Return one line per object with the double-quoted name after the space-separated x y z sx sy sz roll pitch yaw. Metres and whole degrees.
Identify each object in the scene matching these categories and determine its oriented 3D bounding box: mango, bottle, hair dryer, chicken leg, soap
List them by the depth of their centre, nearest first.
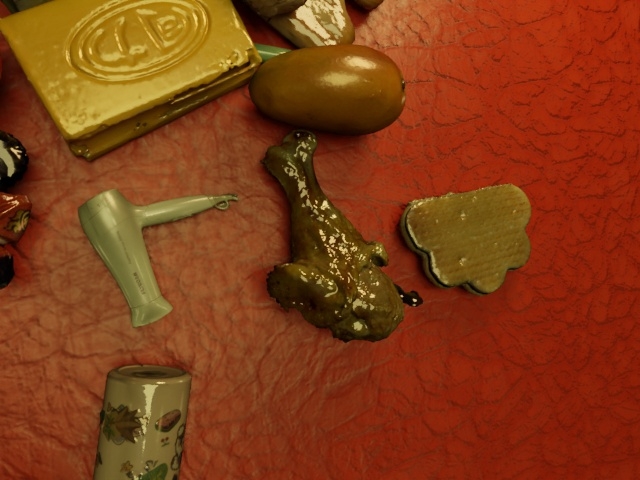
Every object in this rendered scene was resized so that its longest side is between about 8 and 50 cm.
-0.256 0.312 0.701 0.121 0.120 0.252 6 86 -18 "bottle"
-0.269 -0.282 0.746 0.325 0.096 0.204 -31 96 -17 "soap"
-0.223 -0.006 0.772 0.237 0.075 0.206 -28 102 -26 "hair dryer"
0.021 -0.240 0.791 0.255 0.176 0.139 -5 87 -25 "mango"
-0.008 0.014 0.799 0.212 0.140 0.361 -34 87 -38 "chicken leg"
-0.082 -0.316 0.844 0.084 0.030 0.030 2 86 -19 "bottle"

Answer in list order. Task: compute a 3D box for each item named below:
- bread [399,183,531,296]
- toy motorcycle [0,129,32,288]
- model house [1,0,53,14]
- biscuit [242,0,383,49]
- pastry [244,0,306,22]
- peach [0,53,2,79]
0.283 0.003 0.928 0.287 0.056 0.207 -8 86 -18 "bread"
-0.544 0.019 0.620 0.401 0.134 0.207 -30 90 -19 "toy motorcycle"
-0.390 -0.446 0.666 0.211 0.194 0.170 -42 97 -15 "model house"
-0.031 -0.468 0.853 0.291 0.062 0.236 34 78 -12 "biscuit"
-0.079 -0.424 0.762 0.154 0.081 0.153 1 88 -17 "pastry"
-0.520 -0.230 0.590 0.231 0.231 0.230 1 86 -18 "peach"
